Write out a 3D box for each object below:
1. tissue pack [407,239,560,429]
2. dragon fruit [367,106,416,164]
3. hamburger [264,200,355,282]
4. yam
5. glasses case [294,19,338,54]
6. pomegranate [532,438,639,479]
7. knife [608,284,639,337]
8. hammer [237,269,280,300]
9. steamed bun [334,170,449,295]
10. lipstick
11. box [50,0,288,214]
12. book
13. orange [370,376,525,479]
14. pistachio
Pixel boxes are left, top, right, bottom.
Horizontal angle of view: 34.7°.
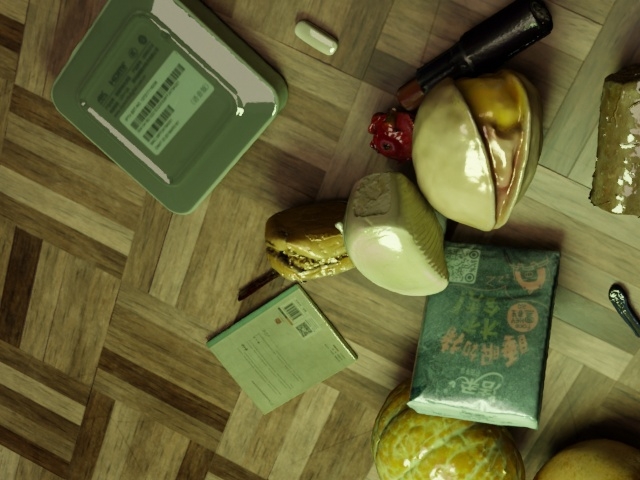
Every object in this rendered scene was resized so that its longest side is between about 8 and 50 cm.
[{"bbox_3d":[0.292,0.161,1.817,0.227,0.316,0.103,6,159,18],"label":"tissue pack"},{"bbox_3d":[0.140,-0.174,1.805,0.112,0.068,0.126,-9,141,31],"label":"dragon fruit"},{"bbox_3d":[0.000,-0.001,1.896,0.213,0.214,0.108,0,112,21],"label":"hamburger"},{"bbox_3d":[0.512,-0.167,1.652,0.128,0.129,0.238,26,131,42],"label":"yam"},{"bbox_3d":[-0.007,-0.359,1.813,0.083,0.021,0.032,32,123,2],"label":"glasses case"},{"bbox_3d":[0.544,0.524,1.918,0.319,0.319,0.319,9,120,16],"label":"pomegranate"},{"bbox_3d":[0.561,0.132,1.860,0.031,0.018,0.121,-30,105,33],"label":"knife"},{"bbox_3d":[-0.113,0.076,2.091,0.178,0.021,0.065,-34,101,34],"label":"hammer"},{"bbox_3d":[0.120,-0.003,1.768,0.152,0.170,0.239,-14,142,21],"label":"steamed bun"},{"bbox_3d":[0.250,-0.305,1.709,0.299,0.081,0.081,-31,102,35],"label":"lipstick"},{"bbox_3d":[-0.294,-0.274,1.930,0.373,0.090,0.367,41,123,-5],"label":"box"},{"bbox_3d":[-0.084,0.233,2.159,0.282,0.025,0.215,-32,101,31],"label":"book"},{"bbox_3d":[0.241,0.412,1.952,0.249,0.329,0.329,-44,96,10],"label":"orange"},{"bbox_3d":[0.263,-0.149,1.691,0.229,0.230,0.309,18,148,11],"label":"pistachio"}]
